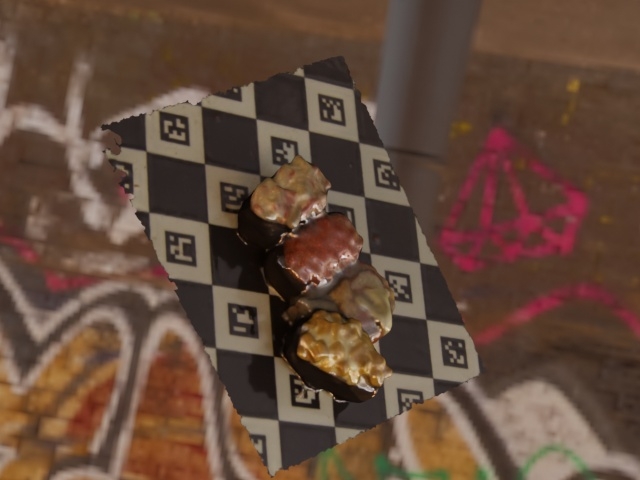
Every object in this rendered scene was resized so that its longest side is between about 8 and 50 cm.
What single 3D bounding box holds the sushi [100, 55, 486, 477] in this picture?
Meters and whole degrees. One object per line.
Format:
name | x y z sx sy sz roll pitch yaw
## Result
sushi | 0.000 0.000 1.212 0.264 0.290 0.050 -20 171 -41
